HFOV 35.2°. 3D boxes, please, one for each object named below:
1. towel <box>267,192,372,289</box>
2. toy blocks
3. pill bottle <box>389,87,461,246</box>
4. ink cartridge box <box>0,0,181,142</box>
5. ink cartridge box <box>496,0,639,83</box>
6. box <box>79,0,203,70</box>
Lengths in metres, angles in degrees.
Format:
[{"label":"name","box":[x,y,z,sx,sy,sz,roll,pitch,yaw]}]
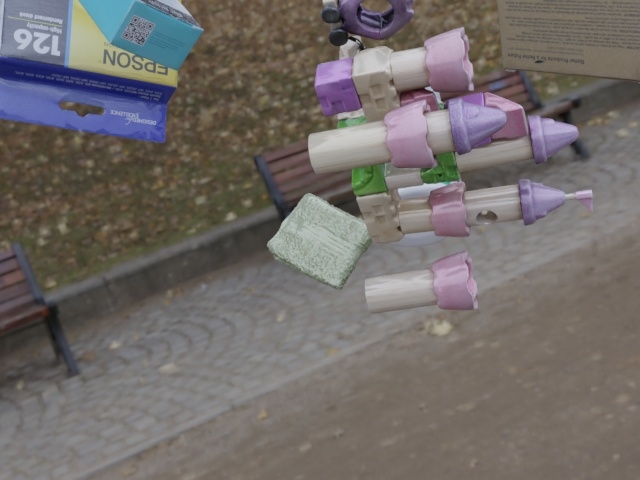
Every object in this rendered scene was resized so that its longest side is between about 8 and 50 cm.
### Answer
[{"label":"towel","box":[0.000,0.000,1.396,0.148,0.027,0.110,29,83,38]},{"label":"toy blocks","box":[0.152,-0.121,1.111,0.260,0.289,0.309,-10,45,14]},{"label":"pill bottle","box":[0.186,-0.185,2.133,0.204,0.204,0.361,-15,52,16]},{"label":"ink cartridge box","box":[-0.389,-0.340,1.700,0.303,0.307,0.072,6,-14,-26]},{"label":"ink cartridge box","box":[0.347,-0.318,1.321,0.088,0.193,0.234,-30,31,-35]},{"label":"box","box":[-0.239,-0.299,1.189,0.100,0.244,0.060,16,-63,-46]}]
